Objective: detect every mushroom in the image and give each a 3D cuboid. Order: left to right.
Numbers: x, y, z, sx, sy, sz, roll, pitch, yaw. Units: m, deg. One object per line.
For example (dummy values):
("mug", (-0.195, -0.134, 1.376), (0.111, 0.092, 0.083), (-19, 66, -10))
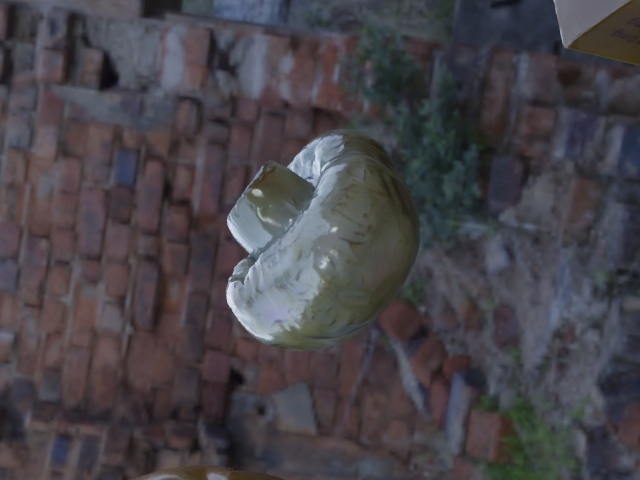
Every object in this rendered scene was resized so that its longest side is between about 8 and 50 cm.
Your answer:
("mushroom", (0.000, 0.000, 0.749), (0.148, 0.112, 0.148), (-55, 4, 6))

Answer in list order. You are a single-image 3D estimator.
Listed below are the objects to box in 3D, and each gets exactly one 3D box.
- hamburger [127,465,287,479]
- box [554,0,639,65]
("hamburger", (-0.099, 0.349, 1.136), (0.170, 0.314, 0.289), (-99, 23, -61))
("box", (0.369, -0.263, 1.041), (0.116, 0.416, 0.264), (-34, 58, 49))
